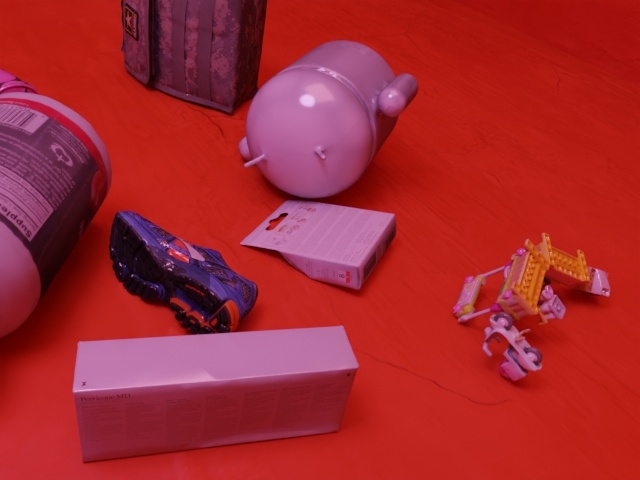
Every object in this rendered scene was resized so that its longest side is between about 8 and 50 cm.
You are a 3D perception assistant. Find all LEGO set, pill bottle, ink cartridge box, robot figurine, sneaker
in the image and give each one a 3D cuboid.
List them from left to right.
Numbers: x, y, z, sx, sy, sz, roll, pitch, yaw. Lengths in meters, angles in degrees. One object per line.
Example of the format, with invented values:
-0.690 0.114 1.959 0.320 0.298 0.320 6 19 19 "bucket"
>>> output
-0.349 -0.010 0.559 0.176 0.176 0.319 10 37 -4 "pill bottle"
-0.166 0.035 0.651 0.221 0.083 0.087 35 29 20 "sneaker"
0.000 0.000 0.779 0.179 0.045 0.145 8 33 25 "ink cartridge box"
0.008 -0.197 0.889 0.299 0.200 0.353 -15 24 30 "robot figurine"
0.272 0.069 0.735 0.287 0.107 0.132 -23 84 -44 "LEGO set"

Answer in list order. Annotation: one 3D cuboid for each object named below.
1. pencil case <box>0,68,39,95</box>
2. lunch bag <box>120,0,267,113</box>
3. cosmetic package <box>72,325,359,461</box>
-0.552 -0.241 0.878 0.209 0.098 0.095 27 -6 19 "pencil case"
-0.262 -0.409 1.056 0.286 0.235 0.169 19 35 9 "lunch bag"
-0.093 0.136 0.508 0.238 0.099 0.060 0 39 -18 "cosmetic package"
